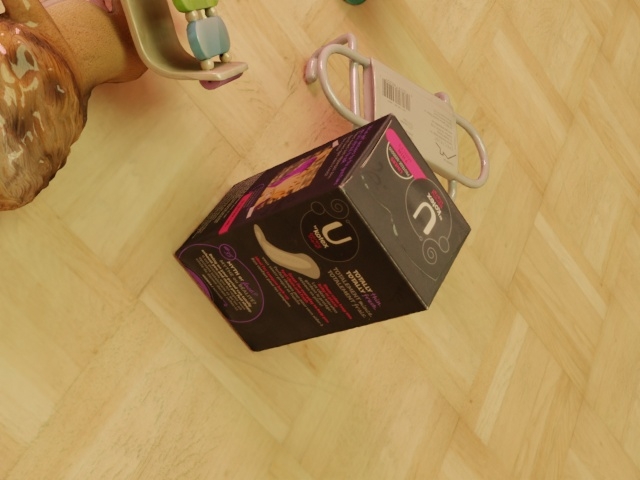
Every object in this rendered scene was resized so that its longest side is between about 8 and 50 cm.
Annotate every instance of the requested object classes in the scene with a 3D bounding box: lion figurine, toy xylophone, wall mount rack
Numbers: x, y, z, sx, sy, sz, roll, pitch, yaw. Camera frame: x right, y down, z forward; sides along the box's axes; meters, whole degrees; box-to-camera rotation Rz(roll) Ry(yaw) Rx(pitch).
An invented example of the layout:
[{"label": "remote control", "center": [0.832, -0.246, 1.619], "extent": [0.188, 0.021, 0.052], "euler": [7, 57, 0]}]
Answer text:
[{"label": "lion figurine", "center": [-0.253, -0.200, 0.956], "extent": [0.392, 0.142, 0.240], "euler": [-41, 114, -50]}, {"label": "toy xylophone", "center": [-0.161, -0.320, 1.000], "extent": [0.236, 0.081, 0.323], "euler": [-73, 148, -64]}, {"label": "wall mount rack", "center": [0.085, -0.102, 1.283], "extent": [0.350, 0.130, 0.304], "euler": [23, 57, -39]}]

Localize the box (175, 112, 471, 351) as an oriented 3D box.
[{"label": "box", "center": [0.000, 0.000, 1.042], "extent": [0.165, 0.270, 0.143], "euler": [53, 46, -19]}]

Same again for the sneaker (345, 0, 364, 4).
[{"label": "sneaker", "center": [0.110, -0.405, 1.368], "extent": [0.295, 0.178, 0.123], "euler": [44, 41, 14]}]
